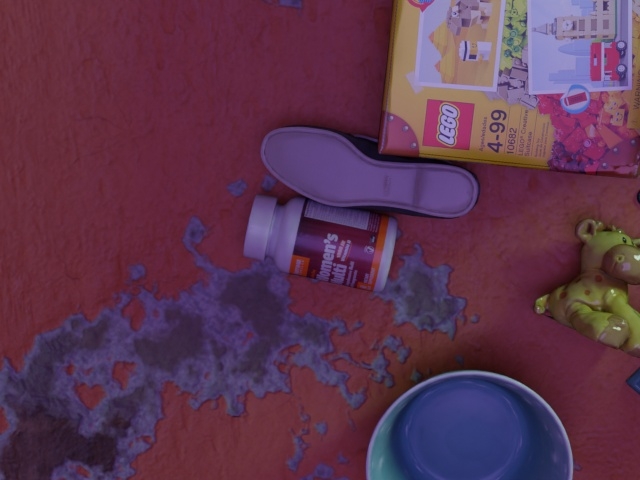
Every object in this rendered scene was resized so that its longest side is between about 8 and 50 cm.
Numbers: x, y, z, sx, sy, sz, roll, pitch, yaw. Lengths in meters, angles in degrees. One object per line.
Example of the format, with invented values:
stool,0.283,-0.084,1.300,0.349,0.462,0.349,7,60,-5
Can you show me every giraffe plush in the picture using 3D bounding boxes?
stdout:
giraffe plush,0.437,0.065,1.885,0.210,0.181,0.170,25,94,33

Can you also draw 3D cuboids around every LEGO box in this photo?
LEGO box,0.290,-0.364,1.763,0.372,0.193,0.500,6,103,3

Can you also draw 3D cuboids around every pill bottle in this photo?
pill bottle,0.000,0.000,1.902,0.221,0.121,0.121,12,103,1

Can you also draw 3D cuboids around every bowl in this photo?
bowl,0.228,0.326,1.938,0.311,0.163,0.311,1,103,4

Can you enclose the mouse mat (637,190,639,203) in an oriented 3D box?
mouse mat,0.599,-0.047,1.909,0.152,0.007,0.189,-40,98,11

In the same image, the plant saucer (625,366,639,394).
plant saucer,0.572,0.179,1.956,0.067,0.018,0.192,42,103,-5

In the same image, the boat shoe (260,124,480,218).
boat shoe,0.075,-0.100,1.891,0.335,0.095,0.112,13,97,3
